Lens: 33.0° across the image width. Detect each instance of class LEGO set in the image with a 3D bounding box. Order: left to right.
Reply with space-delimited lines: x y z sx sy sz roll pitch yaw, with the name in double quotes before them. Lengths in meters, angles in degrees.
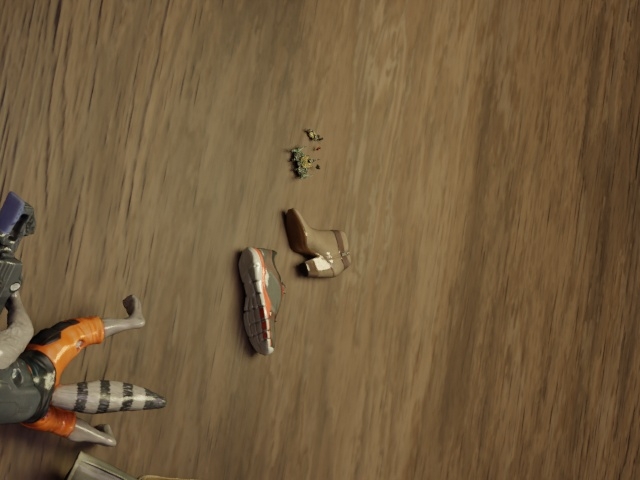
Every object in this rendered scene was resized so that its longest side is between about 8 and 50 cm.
"LEGO set" -0.022 -0.126 1.619 0.054 0.023 0.083 51 52 -22

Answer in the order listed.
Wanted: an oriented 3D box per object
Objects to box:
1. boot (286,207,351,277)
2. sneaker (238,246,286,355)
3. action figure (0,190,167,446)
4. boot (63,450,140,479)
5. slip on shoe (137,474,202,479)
"boot" 0.000 0.000 1.619 0.087 0.042 0.118 -19 99 -37
"sneaker" -0.072 0.085 1.559 0.065 0.061 0.158 -7 93 -38
"action figure" -0.345 0.129 1.278 0.330 0.178 0.341 3 117 -47
"boot" -0.250 0.372 1.419 0.208 0.076 0.190 18 123 -13
"slip on shoe" -0.189 0.351 1.487 0.135 0.041 0.051 22 77 -29
